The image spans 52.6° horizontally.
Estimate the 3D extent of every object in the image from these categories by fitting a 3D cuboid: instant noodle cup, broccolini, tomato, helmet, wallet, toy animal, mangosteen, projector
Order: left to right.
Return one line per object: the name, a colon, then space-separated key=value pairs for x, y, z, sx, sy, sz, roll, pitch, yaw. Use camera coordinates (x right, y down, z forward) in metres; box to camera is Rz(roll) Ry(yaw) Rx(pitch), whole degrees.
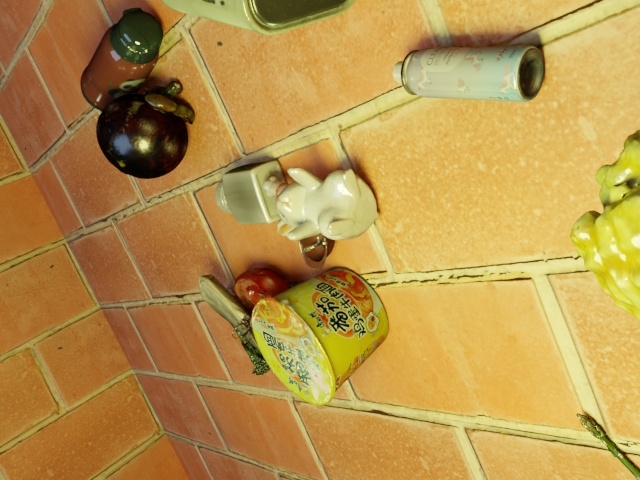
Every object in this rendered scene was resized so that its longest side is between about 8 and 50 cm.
mangosteen: x=-0.423 y=-0.282 z=1.600 sx=0.228 sy=0.228 sz=0.265 roll=42 pitch=105 yaw=24
wallet: x=-0.218 y=0.218 z=1.735 sx=0.275 sy=0.068 sz=0.335 roll=43 pitch=168 yaw=33
broccolini: x=-0.203 y=0.299 z=1.896 sx=0.074 sy=0.058 sz=0.201 roll=-54 pitch=54 yaw=38
projector: x=-0.105 y=-0.475 z=0.995 sx=0.249 sy=0.248 sz=0.249 roll=27 pitch=134 yaw=38
tomato: x=-0.107 y=0.155 z=1.606 sx=0.228 sy=0.101 sz=0.228 roll=39 pitch=149 yaw=29
toy animal: x=-0.030 y=-0.068 z=1.272 sx=0.282 sy=0.138 sz=0.141 roll=6 pitch=88 yaw=33
helmet: x=0.000 y=0.000 z=1.386 sx=0.089 sy=0.057 sz=0.111 roll=16 pitch=120 yaw=41
instant noodle cup: x=0.008 y=0.194 z=1.394 sx=0.264 sy=0.200 sz=0.264 roll=32 pitch=138 yaw=35

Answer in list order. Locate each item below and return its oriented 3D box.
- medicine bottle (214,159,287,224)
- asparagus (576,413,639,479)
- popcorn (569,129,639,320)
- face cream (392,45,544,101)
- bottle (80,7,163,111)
medicine bottle: x=-0.159 y=-0.107 z=1.480 sx=0.188 sy=0.088 sz=0.132 roll=2 pitch=115 yaw=51
asparagus: x=0.506 y=0.370 z=1.054 sx=0.233 sy=0.022 sz=0.023 roll=47 pitch=-172 yaw=14
popcorn: x=0.416 y=-0.040 z=0.650 sx=0.335 sy=0.279 sz=0.274 roll=95 pitch=153 yaw=-57
face cream: x=0.202 y=-0.241 z=0.936 sx=0.229 sy=0.075 sz=0.075 roll=15 pitch=126 yaw=45
bottle: x=-0.489 y=-0.445 z=1.597 sx=0.336 sy=0.144 sz=0.144 roll=-26 pitch=94 yaw=56
